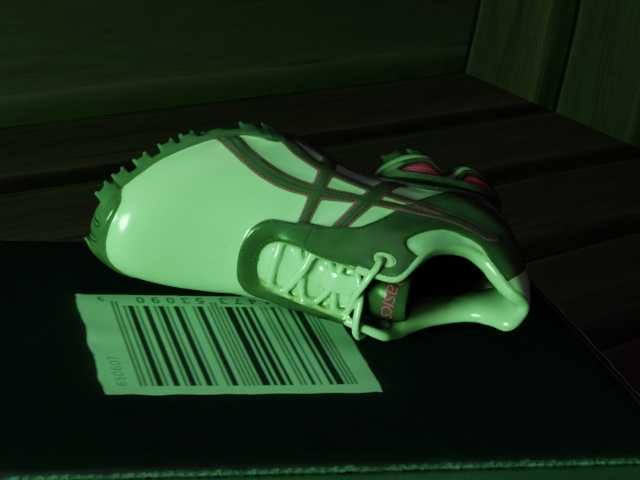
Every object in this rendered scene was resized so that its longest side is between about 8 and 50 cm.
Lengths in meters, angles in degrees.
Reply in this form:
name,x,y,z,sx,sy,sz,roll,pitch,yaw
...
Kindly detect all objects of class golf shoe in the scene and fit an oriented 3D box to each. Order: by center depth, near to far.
name,x,y,z,sx,sy,sz,roll,pitch,yaw
golf shoe,0.000,0.000,0.895,0.272,0.105,0.120,1,32,-20

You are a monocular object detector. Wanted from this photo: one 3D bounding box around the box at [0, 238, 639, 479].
name,x,y,z,sx,sy,sz,roll,pitch,yaw
box,-0.083,0.269,0.964,0.479,0.472,0.297,1,25,-19
